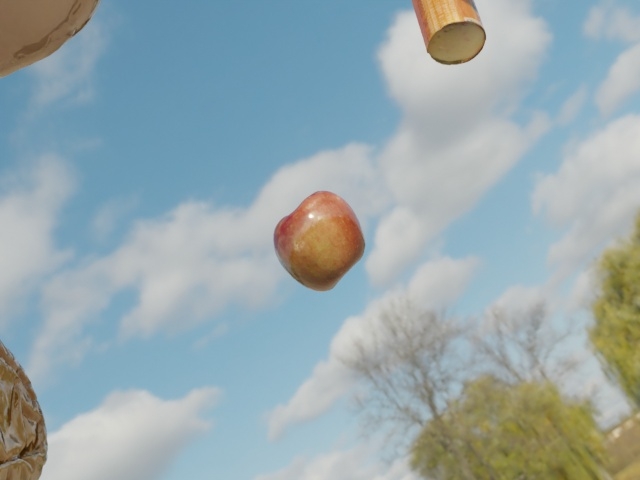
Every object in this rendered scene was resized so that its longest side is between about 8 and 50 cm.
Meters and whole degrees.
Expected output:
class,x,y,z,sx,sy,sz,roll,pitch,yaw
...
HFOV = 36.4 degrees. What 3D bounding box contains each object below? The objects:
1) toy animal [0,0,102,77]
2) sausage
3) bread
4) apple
class,x,y,z,sx,sy,sz,roll,pitch,yaw
toy animal,-0.236,-0.283,0.824,0.195,0.256,0.213,33,-57,-27
sausage,0.138,-0.319,1.177,0.071,0.234,0.071,-7,-33,-5
bread,-0.350,0.168,0.899,0.149,0.274,0.274,-13,-22,-3
apple,0.000,0.000,1.913,0.181,0.168,0.181,-44,-6,-6
